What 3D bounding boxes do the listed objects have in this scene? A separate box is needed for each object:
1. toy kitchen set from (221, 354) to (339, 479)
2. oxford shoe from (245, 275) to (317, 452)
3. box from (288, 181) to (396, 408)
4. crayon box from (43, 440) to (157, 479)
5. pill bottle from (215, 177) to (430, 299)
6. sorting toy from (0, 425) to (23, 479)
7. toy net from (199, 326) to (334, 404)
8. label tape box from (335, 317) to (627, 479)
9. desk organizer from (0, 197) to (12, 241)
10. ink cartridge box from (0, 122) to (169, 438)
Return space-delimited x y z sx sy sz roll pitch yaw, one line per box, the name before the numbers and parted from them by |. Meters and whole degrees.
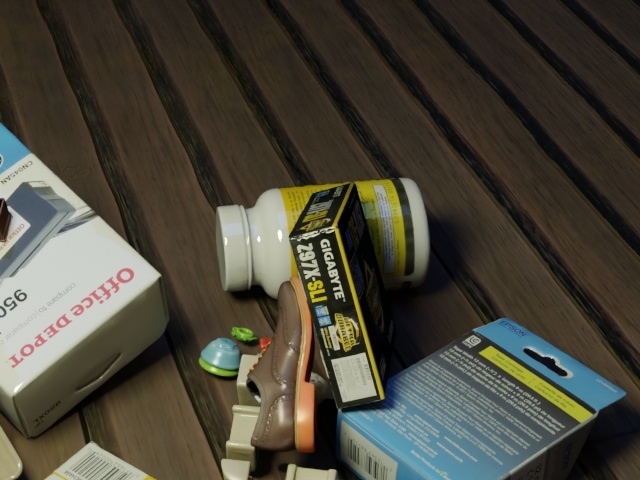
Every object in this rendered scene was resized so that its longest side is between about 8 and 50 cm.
toy kitchen set | -0.044 0.288 1.959 0.166 0.122 0.207 6 56 5
oxford shoe | -0.057 0.166 1.914 0.098 0.097 0.271 -3 53 1
box | 0.039 0.071 2.024 0.079 0.257 0.322 -16 11 10
crayon box | -0.332 0.413 1.770 0.202 0.081 0.318 24 41 28
pill bottle | 0.000 0.000 2.269 0.334 0.188 0.188 -5 36 -10
sorting toy | -0.535 0.317 1.929 0.196 0.047 0.347 -22 41 -23
toy net | -0.069 0.203 2.114 0.232 0.045 0.122 25 19 25
label tape box | 0.231 0.267 1.974 0.347 0.115 0.249 -25 43 -35
desk organizer | -0.518 -0.037 1.984 0.130 0.050 0.047 6 58 3
ink cartridge box | -0.460 0.053 2.060 0.395 0.166 0.285 41 67 20
